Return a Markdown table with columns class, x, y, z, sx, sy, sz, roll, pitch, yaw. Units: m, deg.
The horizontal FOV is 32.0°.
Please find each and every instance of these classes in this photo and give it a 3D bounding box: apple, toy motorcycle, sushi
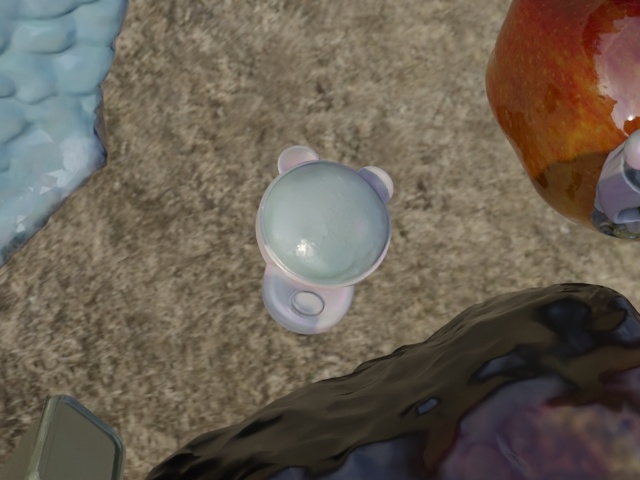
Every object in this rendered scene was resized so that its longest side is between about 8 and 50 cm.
| class | x | y | z | sx | sy | sz | roll | pitch | yaw |
| --- | --- | --- | --- | --- | --- | --- | --- | --- | --- |
| apple | 0.326 | -0.150 | 1.147 | 0.288 | 0.288 | 0.317 | -4 | 44 | -30 |
| toy motorcycle | 0.280 | -0.048 | 0.793 | 0.152 | 0.225 | 0.073 | 26 | 59 | -46 |
| sushi | 0.066 | 0.186 | 0.505 | 0.294 | 0.281 | 0.299 | -26 | 63 | -12 |

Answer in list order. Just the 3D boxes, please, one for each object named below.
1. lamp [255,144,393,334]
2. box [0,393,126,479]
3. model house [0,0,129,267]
| class | x | y | z | sx | sy | sz | roll | pitch | yaw |
| --- | --- | --- | --- | --- | --- | --- | --- | --- | --- |
| lamp | 0.000 | 0.000 | 1.465 | 0.179 | 0.108 | 0.246 | 15 | 75 | -3 |
| box | -0.355 | 0.329 | 1.402 | 0.138 | 0.274 | 0.178 | 43 | 98 | -15 |
| model house | -0.299 | -0.154 | 0.740 | 0.297 | 0.339 | 0.360 | -1 | 46 | -22 |
